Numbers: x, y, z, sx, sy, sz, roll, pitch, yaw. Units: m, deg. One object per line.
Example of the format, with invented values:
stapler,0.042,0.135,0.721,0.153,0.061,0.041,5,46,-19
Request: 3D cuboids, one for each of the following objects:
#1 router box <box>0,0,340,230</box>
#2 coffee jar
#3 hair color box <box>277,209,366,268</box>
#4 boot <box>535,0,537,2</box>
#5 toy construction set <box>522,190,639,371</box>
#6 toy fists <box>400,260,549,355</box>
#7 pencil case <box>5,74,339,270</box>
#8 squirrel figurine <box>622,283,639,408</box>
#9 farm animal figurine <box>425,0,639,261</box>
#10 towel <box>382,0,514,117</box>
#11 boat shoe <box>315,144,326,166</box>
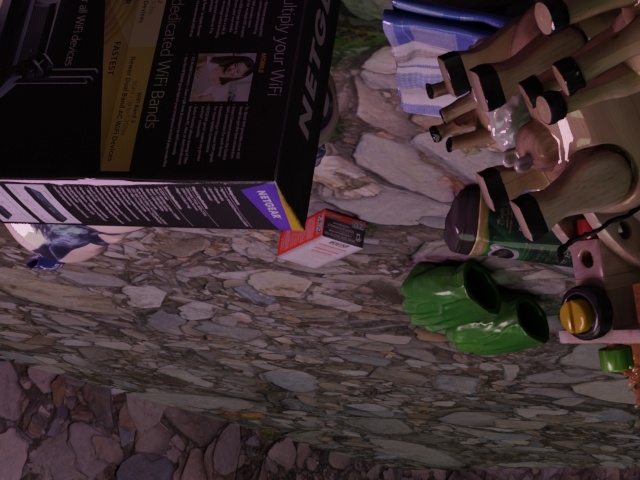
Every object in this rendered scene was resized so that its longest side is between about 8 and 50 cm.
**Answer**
router box,-0.113,-0.163,0.846,0.243,0.309,0.081,2,157,16
coffee jar,0.254,-0.016,1.466,0.184,0.079,0.096,7,164,0
hair color box,0.000,0.000,1.660,0.072,0.043,0.141,17,159,-26
boot,0.267,-0.193,0.973,0.165,0.077,0.213,3,159,17
toy construction set,0.372,0.012,1.198,0.308,0.237,0.257,-10,172,32
toy fists,0.239,0.110,1.811,0.142,0.096,0.279,-20,146,35
pencil case,-0.171,-0.101,1.166,0.410,0.160,0.183,-23,-174,36
squirrel figurine,0.619,0.149,1.621,0.397,0.281,0.370,9,177,41
farm animal figurine,0.177,-0.139,0.758,0.172,0.330,0.327,-24,129,-5
towel,0.165,-0.151,1.075,0.209,0.034,0.285,13,173,9
boat shoe,-0.037,-0.135,1.283,0.083,0.065,0.183,-7,158,-5
